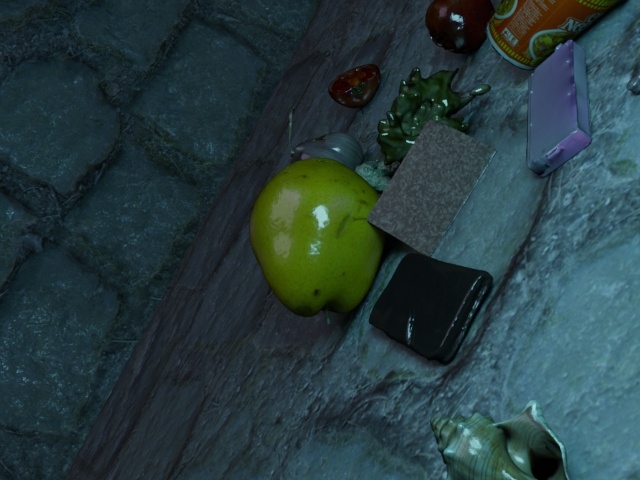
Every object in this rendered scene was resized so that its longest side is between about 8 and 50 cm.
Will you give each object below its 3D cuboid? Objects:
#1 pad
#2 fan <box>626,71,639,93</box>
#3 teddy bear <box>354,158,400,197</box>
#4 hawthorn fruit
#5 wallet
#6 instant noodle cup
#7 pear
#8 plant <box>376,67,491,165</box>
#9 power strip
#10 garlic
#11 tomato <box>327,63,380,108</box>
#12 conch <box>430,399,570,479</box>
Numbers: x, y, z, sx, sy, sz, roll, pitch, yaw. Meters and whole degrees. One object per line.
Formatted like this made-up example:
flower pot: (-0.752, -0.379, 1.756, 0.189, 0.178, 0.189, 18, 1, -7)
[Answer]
pad: (0.206, -0.103, 1.571, 0.158, 0.003, 0.235, 32, 92, 30)
fan: (0.540, -0.316, 1.174, 0.282, 0.023, 0.057, -51, 28, 21)
teddy bear: (0.107, -0.118, 1.849, 0.213, 0.111, 0.133, -29, 30, 54)
hawthorn fruit: (0.321, -0.501, 1.868, 0.172, 0.148, 0.148, -46, 19, 2)
wallet: (0.176, 0.104, 1.422, 0.165, 0.042, 0.309, -58, 18, -4)
instant noodle cup: (0.402, -0.420, 1.476, 0.212, 0.193, 0.193, -50, 18, 48)
pear: (-0.011, -0.003, 1.706, 0.285, 0.285, 0.336, -16, 48, 64)
plant: (0.213, -0.208, 1.763, 0.251, 0.180, 0.333, -49, -11, -13)
power strip: (0.392, -0.222, 1.384, 0.109, 0.037, 0.279, -42, 24, 42)
garlic: (-0.002, -0.215, 2.187, 0.207, 0.207, 0.257, -46, 59, 33)
tomato: (0.108, -0.431, 2.392, 0.159, 0.091, 0.139, -29, 32, 3)
conch: (0.225, 0.254, 0.972, 0.234, 0.114, 0.137, 6, 72, 31)
